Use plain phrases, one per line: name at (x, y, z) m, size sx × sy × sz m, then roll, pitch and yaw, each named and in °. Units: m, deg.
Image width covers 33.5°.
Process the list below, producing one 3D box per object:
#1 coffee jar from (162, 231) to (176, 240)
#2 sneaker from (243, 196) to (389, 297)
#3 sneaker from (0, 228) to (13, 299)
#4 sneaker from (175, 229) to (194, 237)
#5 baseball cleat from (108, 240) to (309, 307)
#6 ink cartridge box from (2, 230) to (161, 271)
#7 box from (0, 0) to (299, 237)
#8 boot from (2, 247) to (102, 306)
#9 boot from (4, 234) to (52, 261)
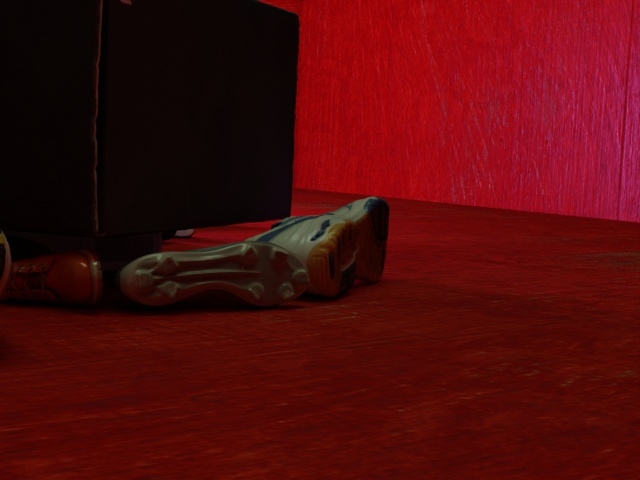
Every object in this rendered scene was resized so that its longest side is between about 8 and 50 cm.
coffee jar at (-0.313, -0.033, 1.708) m, size 0.096 × 0.079 × 0.184 m, roll 8°, pitch 6°, yaw 24°
sneaker at (0.000, 0.000, 1.321) m, size 0.131 × 0.111 × 0.296 m, roll 4°, pitch 5°, yaw 19°
sneaker at (-0.436, 0.033, 0.835) m, size 0.385 × 0.145 × 0.147 m, roll 4°, pitch -15°, yaw -4°
sneaker at (-0.309, -0.048, 1.878) m, size 0.178 × 0.077 × 0.072 m, roll 2°, pitch 4°, yaw 0°
baseball cleat at (-0.119, 0.034, 1.122) m, size 0.206 × 0.072 × 0.109 m, roll 4°, pitch -2°, yaw -29°
ink cartridge box at (-0.392, -0.003, 1.429) m, size 0.296 × 0.066 × 0.261 m, roll 0°, pitch 7°, yaw -25°
box at (-0.334, -0.171, 1.315) m, size 0.472 × 0.297 × 0.480 m, roll 3°, pitch 5°, yaw 23°
boot at (-0.280, 0.042, 1.078) m, size 0.085 × 0.059 × 0.158 m, roll -6°, pitch 1°, yaw -40°
boot at (-0.412, 0.023, 1.160) m, size 0.152 × 0.072 × 0.197 m, roll 3°, pitch -2°, yaw 35°
